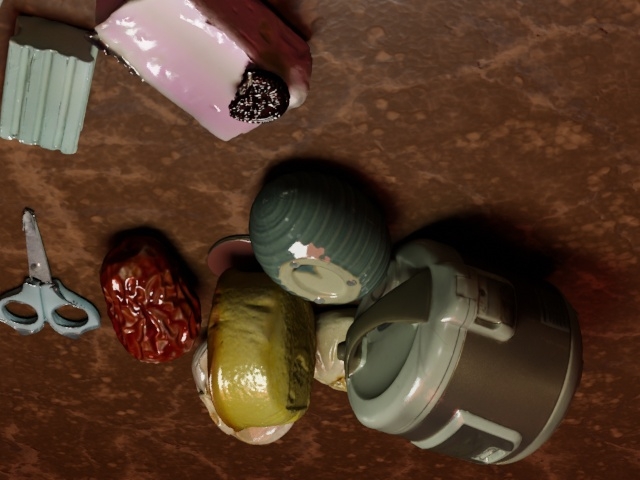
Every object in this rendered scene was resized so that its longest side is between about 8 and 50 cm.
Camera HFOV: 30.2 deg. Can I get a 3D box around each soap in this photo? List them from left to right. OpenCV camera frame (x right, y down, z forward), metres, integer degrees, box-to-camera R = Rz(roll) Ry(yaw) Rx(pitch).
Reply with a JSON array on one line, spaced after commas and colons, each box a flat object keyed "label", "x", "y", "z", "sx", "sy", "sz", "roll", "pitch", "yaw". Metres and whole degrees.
[{"label": "soap", "x": -0.371, "y": -0.209, "z": 1.613, "sx": 0.114, "sy": 0.063, "sz": 0.198, "roll": 14, "pitch": 142, "yaw": -11}]

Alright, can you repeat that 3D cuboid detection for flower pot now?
[{"label": "flower pot", "x": 0.000, "y": 0.000, "z": 1.788, "sx": 0.189, "sy": 0.157, "sz": 0.243, "roll": -29, "pitch": 135, "yaw": 34}]

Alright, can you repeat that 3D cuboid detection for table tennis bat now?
[{"label": "table tennis bat", "x": -0.070, "y": 0.054, "z": 1.984, "sx": 0.246, "sy": 0.022, "sz": 0.138, "roll": 22, "pitch": 141, "yaw": -20}]

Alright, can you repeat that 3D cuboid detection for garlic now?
[{"label": "garlic", "x": -0.136, "y": 0.258, "z": 2.167, "sx": 0.178, "sy": 0.143, "sz": 0.229, "roll": -34, "pitch": 102, "yaw": -8}]

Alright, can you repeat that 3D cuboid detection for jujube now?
[{"label": "jujube", "x": -0.283, "y": 0.095, "z": 1.950, "sx": 0.155, "sy": 0.155, "sz": 0.230, "roll": -7, "pitch": 133, "yaw": 14}]

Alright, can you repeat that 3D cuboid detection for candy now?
[{"label": "candy", "x": -0.148, "y": -0.251, "z": 1.493, "sx": 0.155, "sy": 0.116, "sz": 0.265, "roll": -26, "pitch": 134, "yaw": 32}]

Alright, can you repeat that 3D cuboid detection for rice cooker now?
[{"label": "rice cooker", "x": 0.210, "y": 0.175, "z": 1.868, "sx": 0.325, "sy": 0.335, "sz": 0.335, "roll": 20, "pitch": 140, "yaw": -21}]

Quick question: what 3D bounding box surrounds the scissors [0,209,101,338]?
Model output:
[{"label": "scissors", "x": -0.479, "y": 0.063, "z": 2.019, "sx": 0.191, "sy": 0.029, "sz": 0.360, "roll": 6, "pitch": 144, "yaw": -1}]

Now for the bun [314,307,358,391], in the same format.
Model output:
[{"label": "bun", "x": 0.052, "y": 0.212, "z": 2.094, "sx": 0.222, "sy": 0.127, "sz": 0.222, "roll": 0, "pitch": 145, "yaw": 0}]

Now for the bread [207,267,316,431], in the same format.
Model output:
[{"label": "bread", "x": -0.101, "y": 0.176, "z": 1.926, "sx": 0.148, "sy": 0.270, "sz": 0.270, "roll": -4, "pitch": 143, "yaw": 16}]

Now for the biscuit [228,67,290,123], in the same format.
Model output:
[{"label": "biscuit", "x": -0.080, "y": -0.178, "z": 1.471, "sx": 0.087, "sy": 0.027, "sz": 0.089, "roll": -15, "pitch": 146, "yaw": 18}]

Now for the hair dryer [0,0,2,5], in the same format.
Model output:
[{"label": "hair dryer", "x": -0.406, "y": -0.332, "z": 1.448, "sx": 0.155, "sy": 0.044, "sz": 0.183, "roll": 31, "pitch": 126, "yaw": -29}]
